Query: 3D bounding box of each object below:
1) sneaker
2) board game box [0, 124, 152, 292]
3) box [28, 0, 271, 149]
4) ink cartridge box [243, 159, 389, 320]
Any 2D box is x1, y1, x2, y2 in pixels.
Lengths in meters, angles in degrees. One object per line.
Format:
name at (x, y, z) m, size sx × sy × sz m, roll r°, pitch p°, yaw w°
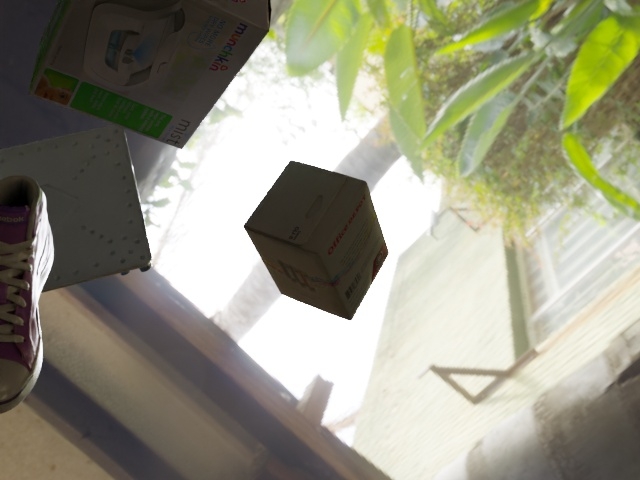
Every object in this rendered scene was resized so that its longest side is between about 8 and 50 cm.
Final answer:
sneaker at (-0.370, 0.045, 0.850) m, size 0.102 × 0.161 × 0.282 m, roll 3°, pitch -130°, yaw -16°
board game box at (-0.588, -0.055, 1.610) m, size 0.389 × 0.050 × 0.390 m, roll -15°, pitch -119°, yaw -9°
box at (-0.229, -0.277, 0.991) m, size 0.231 × 0.262 × 0.127 m, roll 19°, pitch -131°, yaw -29°
ink cartridge box at (0.000, 0.000, 1.020) m, size 0.127 × 0.128 × 0.176 m, roll 19°, pitch 153°, yaw 28°
